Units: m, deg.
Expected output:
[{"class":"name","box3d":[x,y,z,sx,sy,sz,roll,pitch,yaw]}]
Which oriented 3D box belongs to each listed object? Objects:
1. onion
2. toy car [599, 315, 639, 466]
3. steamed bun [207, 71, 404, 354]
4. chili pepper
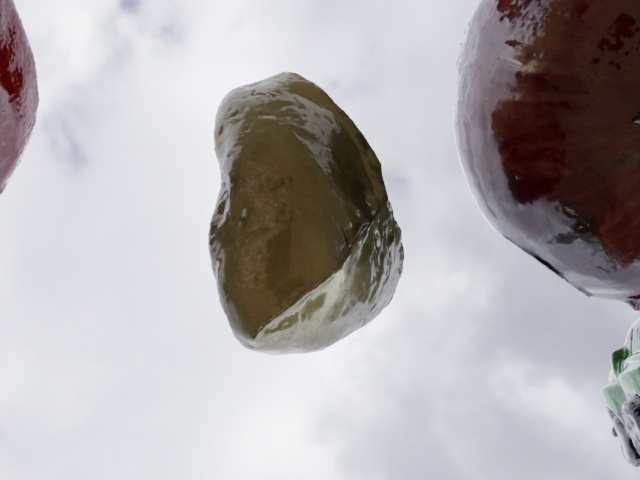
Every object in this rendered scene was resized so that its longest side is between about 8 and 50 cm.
[{"class":"onion","box3d":[0.282,-0.100,1.070,0.341,0.341,0.341,1,-102,-5]},{"class":"toy car","box3d":[0.419,0.138,1.332,0.213,0.358,0.176,-23,-98,1]},{"class":"steamed bun","box3d":[-0.005,-0.027,0.915,0.110,0.231,0.212,-18,-90,20]},{"class":"chili pepper","box3d":[-0.277,-0.111,0.887,0.137,0.368,0.092,-8,-137,-15]}]
